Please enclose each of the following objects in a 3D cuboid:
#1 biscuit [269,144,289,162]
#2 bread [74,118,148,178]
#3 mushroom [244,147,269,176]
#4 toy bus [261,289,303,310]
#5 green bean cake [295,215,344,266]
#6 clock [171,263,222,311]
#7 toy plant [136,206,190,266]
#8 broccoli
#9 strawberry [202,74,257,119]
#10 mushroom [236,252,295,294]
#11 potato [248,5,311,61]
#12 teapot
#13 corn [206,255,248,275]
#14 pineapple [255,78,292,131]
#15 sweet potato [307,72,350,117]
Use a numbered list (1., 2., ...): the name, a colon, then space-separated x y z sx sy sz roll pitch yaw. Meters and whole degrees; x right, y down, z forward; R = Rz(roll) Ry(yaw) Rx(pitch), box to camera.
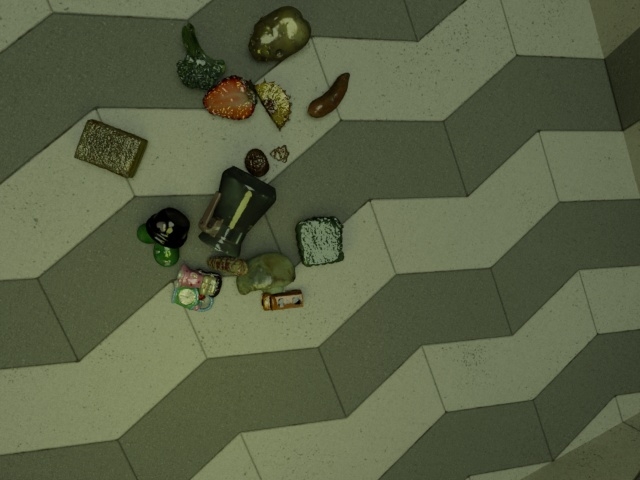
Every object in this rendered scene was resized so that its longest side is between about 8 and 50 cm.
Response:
1. biscuit: -0.189 -0.402 1.962 0.092 0.016 0.082 1 95 -13
2. bread: -0.871 -0.384 1.777 0.234 0.110 0.185 22 93 -11
3. mushroom: -0.285 -0.349 1.910 0.109 0.085 0.126 -38 95 -6
4. toy bus: -0.178 0.281 1.981 0.194 0.088 0.084 -6 95 -11
5. green bean cake: 0.000 0.000 1.980 0.222 0.125 0.228 -8 94 -9
6. clock: -0.548 0.219 1.897 0.195 0.100 0.194 15 95 -10
7. toy plant: -0.669 -0.017 1.826 0.218 0.175 0.235 44 113 -5
8. broccoli: -0.502 -0.784 1.808 0.198 0.177 0.275 4 81 -7
9. strawberry: -0.391 -0.628 1.863 0.236 0.111 0.190 -8 121 7
10. mushroom: -0.253 0.146 1.900 0.266 0.164 0.190 -4 83 4
11. potato: -0.184 -0.897 1.862 0.296 0.141 0.192 -33 116 -8
12. teapot: -0.370 -0.126 1.817 0.253 0.300 0.344 29 94 26
13. corn: -0.411 0.109 1.862 0.079 0.236 0.080 -5 97 -52
14. pineapple: -0.189 -0.624 1.913 0.135 0.079 0.233 -31 100 -10
15. sweet potato: 0.054 -0.662 1.959 0.097 0.097 0.292 46 77 -11
